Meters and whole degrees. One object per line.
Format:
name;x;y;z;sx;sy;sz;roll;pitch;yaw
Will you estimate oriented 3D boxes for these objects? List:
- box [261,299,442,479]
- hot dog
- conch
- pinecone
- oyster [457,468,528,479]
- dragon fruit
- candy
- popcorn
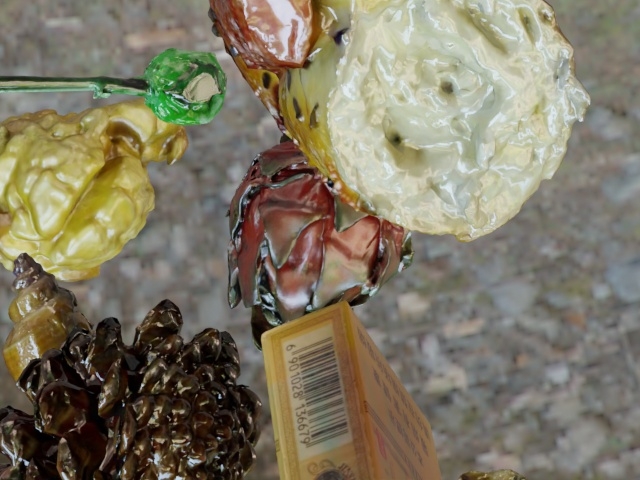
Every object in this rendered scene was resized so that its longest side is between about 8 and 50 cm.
box;0.038;0.202;1.268;0.076;0.274;0.174;-23;134;13
hot dog;-0.022;-0.196;1.204;0.196;0.365;0.367;-35;113;-1
conch;-0.198;0.116;1.492;0.086;0.080;0.232;-34;111;10
pinecone;-0.156;0.162;1.358;0.221;0.221;0.221;-7;149;-4
oyster;0.187;0.263;1.030;0.129;0.078;0.345;-33;106;24
dragon fruit;-0.001;-0.009;1.594;0.182;0.188;0.182;-16;156;-7
candy;-0.254;-0.176;2.041;0.323;0.097;0.097;-2;150;-32
popcorn;-0.326;-0.078;2.372;0.332;0.265;0.225;-32;115;-3
